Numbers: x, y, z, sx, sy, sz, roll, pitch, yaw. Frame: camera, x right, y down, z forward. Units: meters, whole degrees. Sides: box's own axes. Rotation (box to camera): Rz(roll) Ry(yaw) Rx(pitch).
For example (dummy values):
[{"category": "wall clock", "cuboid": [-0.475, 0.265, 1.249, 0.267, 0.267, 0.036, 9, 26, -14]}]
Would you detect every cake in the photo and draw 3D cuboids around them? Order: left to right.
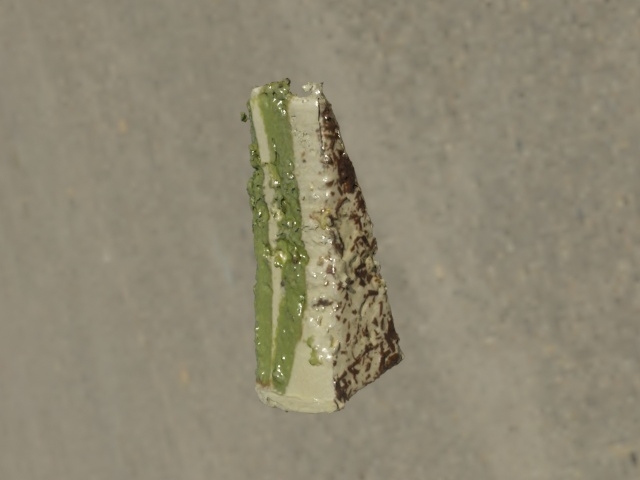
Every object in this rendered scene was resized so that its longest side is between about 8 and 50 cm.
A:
[{"category": "cake", "cuboid": [0.000, 0.000, 0.780, 0.051, 0.055, 0.140, 6, 104, 40]}]
